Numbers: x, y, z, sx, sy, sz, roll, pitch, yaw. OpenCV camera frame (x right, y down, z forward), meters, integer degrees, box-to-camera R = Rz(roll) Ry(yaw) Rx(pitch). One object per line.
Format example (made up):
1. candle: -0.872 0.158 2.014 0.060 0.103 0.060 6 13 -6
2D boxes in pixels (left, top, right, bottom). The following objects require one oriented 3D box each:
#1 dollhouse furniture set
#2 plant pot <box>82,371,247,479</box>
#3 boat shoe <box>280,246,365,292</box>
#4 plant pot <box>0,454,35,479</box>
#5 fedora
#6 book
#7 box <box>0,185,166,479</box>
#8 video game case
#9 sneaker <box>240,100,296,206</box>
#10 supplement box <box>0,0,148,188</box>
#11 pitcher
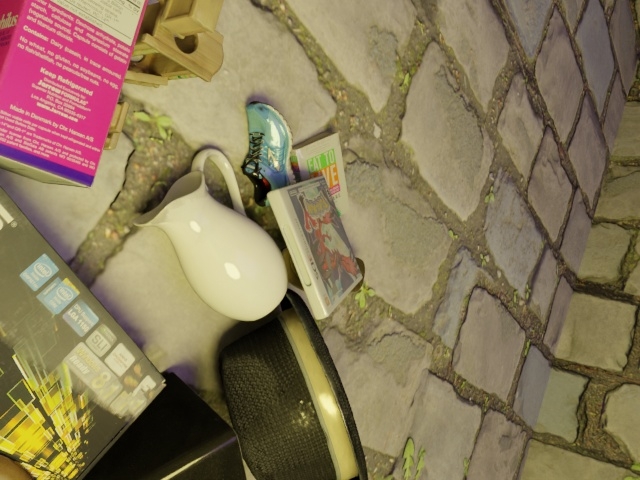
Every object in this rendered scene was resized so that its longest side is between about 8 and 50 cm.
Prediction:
1. dollhouse furniture set: -0.169 -0.171 0.622 0.101 0.182 0.160 23 79 -49
2. plant pot: -0.201 0.307 0.688 0.167 0.188 0.187 -22 114 -33
3. boat shoe: -0.009 0.050 0.934 0.224 0.073 0.080 11 82 -53
4. plant pot: -0.348 0.299 0.481 0.236 0.032 0.236 -15 110 -46
5. fedora: -0.054 0.242 0.820 0.153 0.334 0.333 -20 116 -12
6. book: -0.002 -0.100 0.952 0.096 0.035 0.144 -32 122 -37
7. box: -0.368 0.125 0.512 0.318 0.097 0.394 -50 132 -32
8. video game case: 0.000 0.000 0.834 0.183 0.023 0.201 69 20 -5
9. sneaker: -0.082 -0.122 0.828 0.073 0.063 0.162 -30 119 -39
10. supplement box: -0.269 -0.175 0.560 0.114 0.111 0.219 23 79 -48
11. pitcher: -0.126 -0.008 0.765 0.207 0.126 0.177 53 43 -28
